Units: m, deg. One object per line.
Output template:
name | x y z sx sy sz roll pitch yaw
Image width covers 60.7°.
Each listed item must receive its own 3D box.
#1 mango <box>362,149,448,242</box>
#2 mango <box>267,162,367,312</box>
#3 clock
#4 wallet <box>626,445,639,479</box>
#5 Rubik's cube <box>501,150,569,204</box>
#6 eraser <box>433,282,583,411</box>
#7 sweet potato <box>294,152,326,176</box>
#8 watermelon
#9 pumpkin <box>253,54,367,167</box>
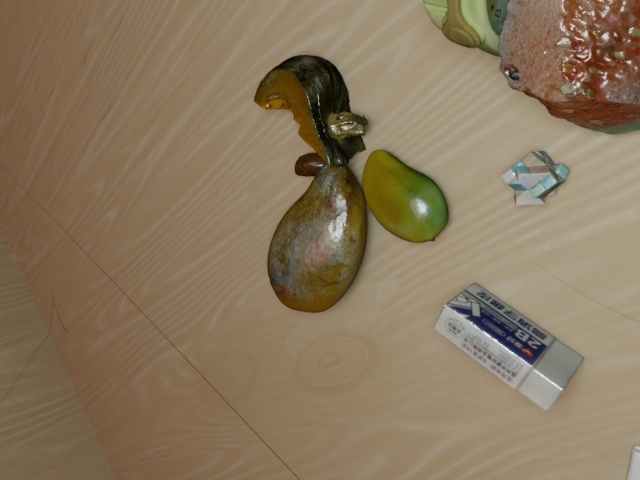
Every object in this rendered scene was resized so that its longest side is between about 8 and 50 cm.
mango | 0.146 -0.073 0.975 0.191 0.085 0.122 44 137 33
mango | 0.000 0.000 1.067 0.192 0.146 0.316 33 114 28
clock | 0.214 -0.363 0.691 0.096 0.308 0.235 28 117 33
wallet | 0.509 0.385 0.850 0.061 0.025 0.122 9 107 29
Rubik's cube | 0.326 -0.090 0.829 0.073 0.084 0.075 58 145 15
eraser | 0.302 0.165 0.885 0.210 0.124 0.068 37 123 25
sweet potato | -0.002 -0.152 1.086 0.117 0.049 0.049 -1 101 34
watermelon | 0.343 -0.229 0.670 0.256 0.140 0.193 15 118 -7
pumpkin | -0.006 -0.256 1.010 0.248 0.131 0.126 41 123 20
